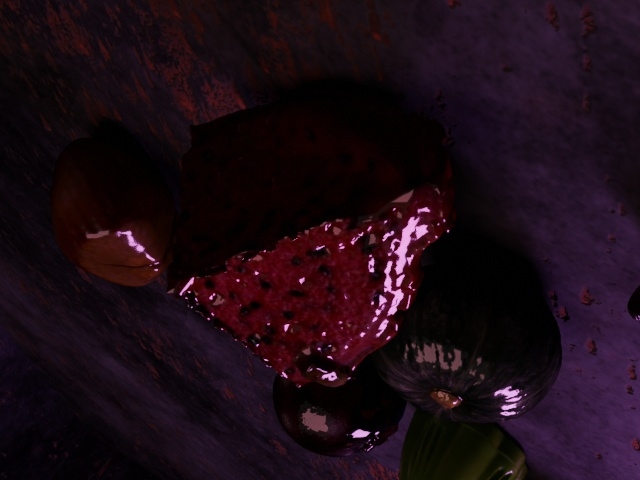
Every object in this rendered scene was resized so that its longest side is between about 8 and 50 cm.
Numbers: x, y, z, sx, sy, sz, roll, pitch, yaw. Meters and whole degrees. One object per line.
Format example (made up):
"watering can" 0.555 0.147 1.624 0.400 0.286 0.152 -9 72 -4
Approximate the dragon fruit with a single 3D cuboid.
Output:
"dragon fruit" 0.000 0.000 0.941 0.330 0.240 0.302 -20 104 44

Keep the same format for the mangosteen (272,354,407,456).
"mangosteen" 0.016 0.177 1.344 0.231 0.194 0.194 58 161 20

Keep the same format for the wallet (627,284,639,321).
"wallet" 0.409 0.094 0.796 0.221 0.071 0.262 46 148 -14

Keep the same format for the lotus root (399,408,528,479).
"lotus root" 0.176 0.339 1.404 0.186 0.186 0.186 31 154 17

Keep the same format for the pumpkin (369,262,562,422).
"pumpkin" 0.152 0.107 1.064 0.211 0.152 0.212 19 145 14

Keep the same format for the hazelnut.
"hazelnut" -0.289 -0.045 1.402 0.181 0.181 0.212 5 151 3
